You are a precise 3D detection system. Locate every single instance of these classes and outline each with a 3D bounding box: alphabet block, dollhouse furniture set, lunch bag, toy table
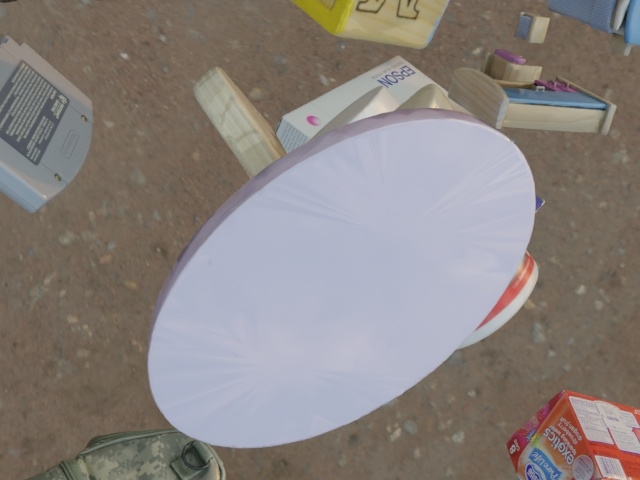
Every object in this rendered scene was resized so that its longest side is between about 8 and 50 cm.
[{"bbox_3d":[0.076,-0.418,1.290,0.197,0.192,0.193,-4,128,-42],"label":"alphabet block"},{"bbox_3d":[0.314,-0.338,1.249,0.198,0.286,0.303,0,117,-25],"label":"dollhouse furniture set"},{"bbox_3d":[-0.237,0.384,1.066,0.256,0.212,0.305,-22,144,-26],"label":"lunch bag"},{"bbox_3d":[0.000,0.000,0.602,0.274,0.161,0.252,-28,115,3],"label":"toy table"}]

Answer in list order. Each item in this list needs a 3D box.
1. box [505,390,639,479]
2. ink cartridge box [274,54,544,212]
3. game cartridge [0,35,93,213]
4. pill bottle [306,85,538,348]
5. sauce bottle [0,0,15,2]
[{"bbox_3d":[0.377,0.292,1.075,0.256,0.128,0.123,17,128,-27],"label":"box"},{"bbox_3d":[0.148,-0.114,1.243,0.324,0.330,0.071,-37,160,-47],"label":"ink cartridge box"},{"bbox_3d":[-0.444,-0.174,1.302,0.062,0.297,0.198,-31,121,22],"label":"game cartridge"},{"bbox_3d":[0.106,-0.025,0.998,0.161,0.161,0.283,-41,102,-3],"label":"pill bottle"},{"bbox_3d":[-0.405,-0.328,0.979,0.344,0.111,0.111,-2,110,-41],"label":"sauce bottle"}]
